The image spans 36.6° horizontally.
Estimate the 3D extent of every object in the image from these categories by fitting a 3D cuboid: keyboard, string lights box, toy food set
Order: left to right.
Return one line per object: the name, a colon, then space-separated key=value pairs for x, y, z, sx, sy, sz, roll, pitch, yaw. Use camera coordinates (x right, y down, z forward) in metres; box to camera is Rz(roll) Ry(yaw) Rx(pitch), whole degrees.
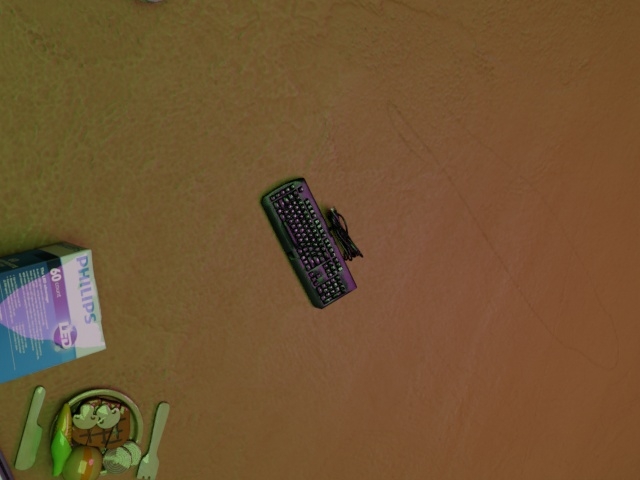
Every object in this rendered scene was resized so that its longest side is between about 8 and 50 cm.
string lights box: x=-0.390 y=0.097 z=1.132 sx=0.259 sy=0.076 sz=0.133 roll=-16 pitch=108 yaw=-39
toy food set: x=-0.293 y=0.262 z=1.274 sx=0.192 sy=0.038 sz=0.132 roll=11 pitch=97 yaw=-26
keyboard: x=0.000 y=0.000 z=1.352 sx=0.100 sy=0.038 sz=0.192 roll=-33 pitch=114 yaw=-15

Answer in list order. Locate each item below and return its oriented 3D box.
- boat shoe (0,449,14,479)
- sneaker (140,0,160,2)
boat shoe: x=-0.431 y=0.324 z=1.186 sx=0.105 sy=0.113 sz=0.306 roll=-21 pitch=107 yaw=-12
sneaker: x=-0.237 y=-0.379 z=1.121 sx=0.111 sy=0.103 sz=0.252 roll=-45 pitch=111 yaw=-6
